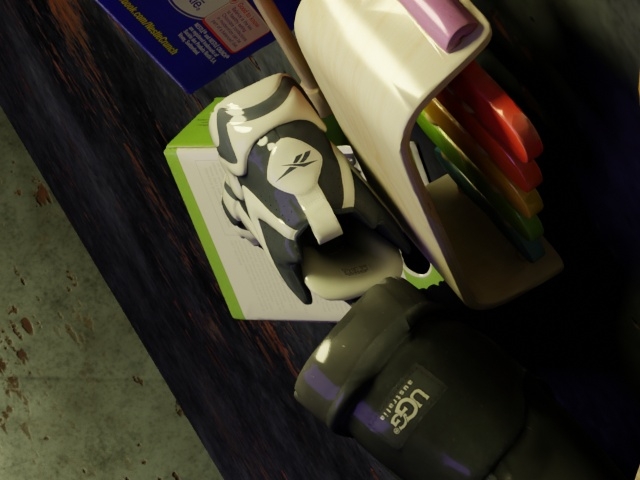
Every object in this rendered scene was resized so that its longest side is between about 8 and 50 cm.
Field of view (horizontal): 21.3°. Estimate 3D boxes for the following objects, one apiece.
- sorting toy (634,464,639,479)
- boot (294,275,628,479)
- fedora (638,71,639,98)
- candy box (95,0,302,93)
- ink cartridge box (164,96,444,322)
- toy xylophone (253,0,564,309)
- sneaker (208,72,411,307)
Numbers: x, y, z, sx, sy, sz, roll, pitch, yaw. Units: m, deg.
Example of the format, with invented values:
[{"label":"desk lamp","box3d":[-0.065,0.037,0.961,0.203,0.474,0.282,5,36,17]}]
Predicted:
[{"label":"sorting toy","box3d":[0.256,0.223,0.863,0.257,0.089,0.255,45,127,51]},{"label":"boot","box3d":[0.209,0.215,1.172,0.445,0.146,0.367,39,-169,14]},{"label":"fedora","box3d":[0.199,-0.053,0.776,0.194,0.079,0.194,157,90,-85]},{"label":"candy box","box3d":[-0.153,-0.303,1.191,0.268,0.122,0.317,45,-163,-59]},{"label":"ink cartridge box","box3d":[0.016,-0.027,1.480,0.255,0.097,0.189,0,124,34]},{"label":"toy xylophone","box3d":[0.057,-0.084,1.103,0.236,0.081,0.323,52,175,23]},{"label":"sneaker","box3d":[0.000,0.000,1.192,0.153,0.094,0.235,61,170,24]}]
